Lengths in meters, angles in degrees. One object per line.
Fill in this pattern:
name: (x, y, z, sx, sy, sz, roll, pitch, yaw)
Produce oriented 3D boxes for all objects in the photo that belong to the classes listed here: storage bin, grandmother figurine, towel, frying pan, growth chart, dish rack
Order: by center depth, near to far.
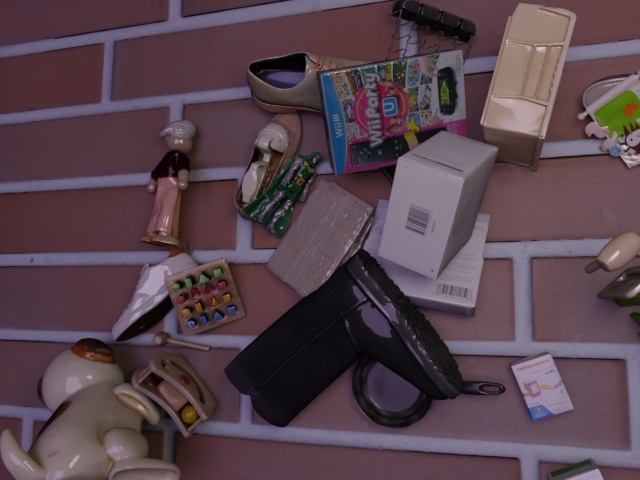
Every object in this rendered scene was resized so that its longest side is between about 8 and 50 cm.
growth chart: (0.678, -0.233, 1.147, 0.237, 0.021, 0.172, 42, 123, 2)
storage bin: (0.431, -0.310, 1.151, 0.123, 0.262, 0.260, 15, 89, 20)
frying pan: (0.225, 0.304, 1.252, 0.326, 0.053, 0.197, -25, 77, 13)
dish rack: (0.237, -0.409, 1.282, 0.209, 0.074, 0.271, 15, 96, -11)
towel: (0.000, 0.000, 1.339, 0.187, 0.049, 0.282, 37, 97, 34)
grandmother figurine: (-0.398, -0.157, 1.462, 0.208, 0.104, 0.342, 3, 79, 37)

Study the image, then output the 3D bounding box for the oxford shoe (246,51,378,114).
oxford shoe: (0.015, -0.381, 1.329, 0.398, 0.146, 0.140, -3, 79, 5)

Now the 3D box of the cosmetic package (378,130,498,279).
cosmetic package: (0.241, -0.080, 1.130, 0.138, 0.225, 0.223, 24, 124, 25)

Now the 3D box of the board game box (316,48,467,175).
board game box: (0.159, -0.282, 1.211, 0.304, 0.097, 0.223, -11, 112, -2)

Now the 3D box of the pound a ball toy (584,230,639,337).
pound a ball toy: (0.611, 0.074, 1.023, 0.136, 0.319, 0.208, -43, 74, 8)

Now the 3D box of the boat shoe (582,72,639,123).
boat shoe: (0.735, -0.302, 1.160, 0.336, 0.095, 0.112, 6, 121, 21)

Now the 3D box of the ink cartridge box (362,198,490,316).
ink cartridge box: (0.238, 0.034, 1.278, 0.275, 0.060, 0.238, 10, 62, 18)

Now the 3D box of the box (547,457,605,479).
box: (0.534, 0.517, 1.118, 0.101, 0.087, 0.101, -26, 78, 12)

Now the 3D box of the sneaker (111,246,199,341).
sneaker: (-0.451, 0.138, 1.454, 0.290, 0.106, 0.123, -44, 71, -4)

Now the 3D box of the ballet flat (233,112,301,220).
ballet flat: (-0.135, -0.200, 1.388, 0.108, 0.106, 0.315, 18, 89, 18)

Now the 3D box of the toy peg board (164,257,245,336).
toy peg board: (-0.289, 0.144, 1.366, 0.161, 0.079, 0.160, -19, 94, -6)

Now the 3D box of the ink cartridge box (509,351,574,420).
ink cartridge box: (0.472, 0.310, 1.179, 0.089, 0.052, 0.122, -23, 77, 13)

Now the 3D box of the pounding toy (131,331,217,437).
pounding toy: (-0.352, 0.334, 1.369, 0.155, 0.154, 0.269, -44, 75, 8)

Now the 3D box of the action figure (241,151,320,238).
action figure: (-0.074, -0.129, 1.367, 0.063, 0.137, 0.232, 27, 80, 49)

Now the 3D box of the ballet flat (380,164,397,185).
ballet flat: (0.193, -0.167, 1.310, 0.084, 0.058, 0.249, -39, 74, 1)

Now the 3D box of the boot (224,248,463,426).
boot: (0.036, 0.292, 1.222, 0.445, 0.146, 0.367, -42, 74, 20)

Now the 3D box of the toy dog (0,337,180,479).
toy dog: (-0.570, 0.443, 1.325, 0.284, 0.396, 0.407, -51, 39, 19)
